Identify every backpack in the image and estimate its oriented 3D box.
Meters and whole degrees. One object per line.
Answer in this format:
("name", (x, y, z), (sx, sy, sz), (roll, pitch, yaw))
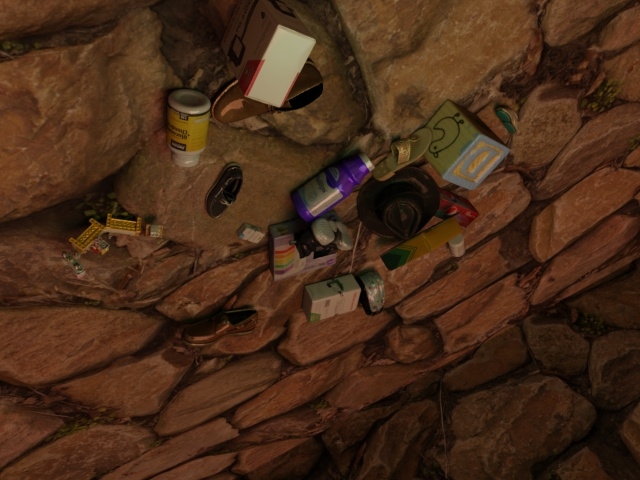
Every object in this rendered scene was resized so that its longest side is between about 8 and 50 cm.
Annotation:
("backpack", (0.213, 0.215, 2.270), (0.115, 0.152, 0.182), (-24, 131, -15))

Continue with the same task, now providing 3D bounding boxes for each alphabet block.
("alphabet block", (0.464, -0.312, 1.747), (0.193, 0.197, 0.192), (14, 126, -42))

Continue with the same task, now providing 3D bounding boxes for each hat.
("hat", (0.291, -0.095, 1.877), (0.332, 0.134, 0.331), (-5, 133, -5))

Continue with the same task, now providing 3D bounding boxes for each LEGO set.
("LEGO set", (-0.604, 0.005, 1.516), (0.287, 0.132, 0.107), (-30, 168, -38))

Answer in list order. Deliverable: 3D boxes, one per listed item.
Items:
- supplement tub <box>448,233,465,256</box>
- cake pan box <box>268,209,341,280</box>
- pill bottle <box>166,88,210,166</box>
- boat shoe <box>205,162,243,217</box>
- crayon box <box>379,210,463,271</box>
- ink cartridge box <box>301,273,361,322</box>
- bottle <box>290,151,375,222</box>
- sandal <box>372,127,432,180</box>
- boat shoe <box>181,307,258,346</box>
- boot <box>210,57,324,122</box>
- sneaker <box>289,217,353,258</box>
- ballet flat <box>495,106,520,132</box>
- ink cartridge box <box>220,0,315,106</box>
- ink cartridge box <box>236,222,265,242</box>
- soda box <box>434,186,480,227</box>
("supplement tub", (0.600, 0.018, 2.328), (0.071, 0.071, 0.107), (-28, 144, -1))
("cake pan box", (-0.055, 0.020, 1.914), (0.267, 0.070, 0.245), (-14, 143, -19))
("pill bottle", (-0.339, -0.282, 1.344), (0.103, 0.103, 0.184), (-8, 138, -26))
("boat shoe", (-0.287, -0.136, 1.581), (0.075, 0.065, 0.206), (5, 132, -37))
("crayon box", (0.398, 0.005, 2.021), (0.202, 0.081, 0.318), (-26, 175, -35))
("ink cartridge box", (0.044, 0.243, 2.216), (0.220, 0.092, 0.160), (-13, 141, -20))
("bottle", (0.042, -0.177, 1.699), (0.283, 0.118, 0.092), (-35, 139, 9))
("sandal", (0.257, -0.288, 1.733), (0.240, 0.088, 0.079), (-40, 148, 22))
("boat shoe", (-0.384, 0.319, 2.033), (0.307, 0.110, 0.104), (-10, 137, -38))
("boot", (-0.136, -0.371, 1.363), (0.305, 0.115, 0.112), (-25, 145, -4))
("sneaker", (0.000, 0.000, 1.799), (0.153, 0.101, 0.269), (-24, 161, 23))
("ballet flat", (0.661, -0.437, 1.859), (0.168, 0.057, 0.052), (30, 87, -53))
("ink cartridge box", (-0.126, -0.442, 1.182), (0.100, 0.237, 0.172), (8, 130, -35))
("ink cartridge box", (-0.234, -0.024, 1.777), (0.083, 0.028, 0.048), (20, 122, -45))
("soda box", (0.508, -0.132, 2.073), (0.263, 0.092, 0.083), (13, 128, -42))
